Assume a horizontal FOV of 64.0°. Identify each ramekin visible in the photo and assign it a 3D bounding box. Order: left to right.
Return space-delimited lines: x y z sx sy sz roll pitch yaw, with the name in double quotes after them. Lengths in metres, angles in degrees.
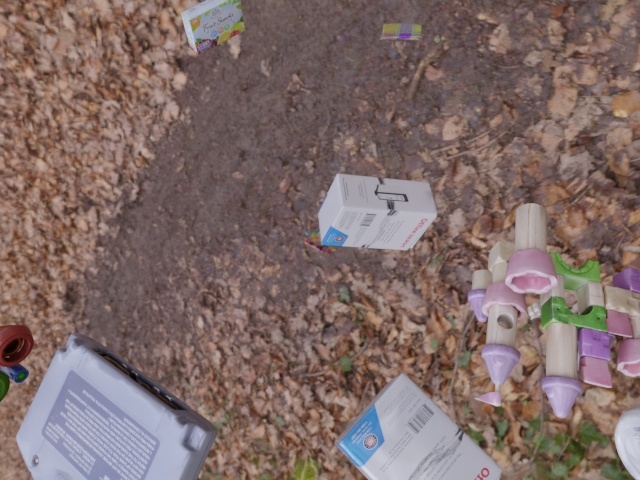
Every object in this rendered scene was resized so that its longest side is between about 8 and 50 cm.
0.732 0.438 1.083 0.207 0.109 0.207 171 90 -71 "ramekin"

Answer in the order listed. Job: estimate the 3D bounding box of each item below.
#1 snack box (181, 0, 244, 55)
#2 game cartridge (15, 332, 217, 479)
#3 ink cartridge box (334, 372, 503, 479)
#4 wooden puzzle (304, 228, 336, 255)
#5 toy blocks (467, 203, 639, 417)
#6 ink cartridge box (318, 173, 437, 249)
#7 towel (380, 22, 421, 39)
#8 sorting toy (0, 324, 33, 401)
-0.250 -0.515 1.207 0.037 0.141 0.100 44 159 23 "snack box"
-0.282 0.270 0.677 0.294 0.060 0.196 22 82 31 "game cartridge"
0.220 0.502 1.190 0.307 0.223 0.129 44 160 11 "ink cartridge box"
0.000 0.000 1.117 0.083 0.049 0.006 26 145 21 "wooden puzzle"
0.377 0.150 0.782 0.288 0.260 0.309 12 151 2 "toy blocks"
0.113 -0.054 1.057 0.148 0.203 0.086 119 149 -54 "ink cartridge box"
0.169 -0.436 1.070 0.083 0.060 0.009 4 140 11 "towel"
-0.353 0.134 0.555 0.042 0.061 0.102 23 75 24 "sorting toy"
